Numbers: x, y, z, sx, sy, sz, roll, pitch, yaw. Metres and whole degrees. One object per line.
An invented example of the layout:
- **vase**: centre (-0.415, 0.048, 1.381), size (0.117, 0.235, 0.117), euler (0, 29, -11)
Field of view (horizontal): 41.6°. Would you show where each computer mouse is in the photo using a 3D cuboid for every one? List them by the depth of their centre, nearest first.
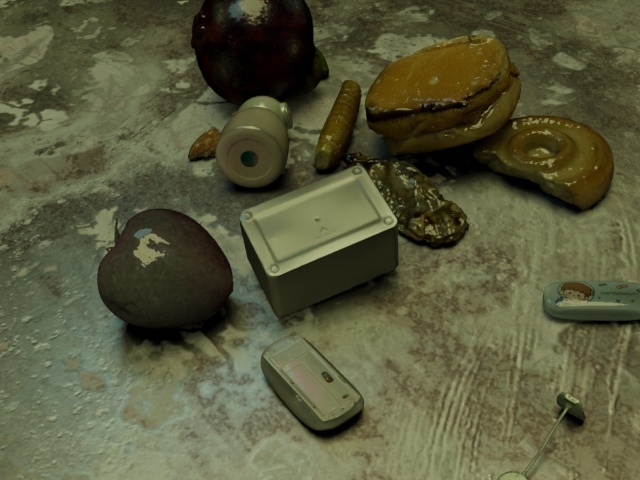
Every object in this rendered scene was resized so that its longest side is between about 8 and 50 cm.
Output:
- **computer mouse**: centre (-0.016, 0.226, 1.336), size (0.102, 0.044, 0.199), euler (-29, 45, -24)

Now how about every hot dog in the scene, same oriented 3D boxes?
- **hot dog**: centre (0.043, -0.256, 1.856), size (0.068, 0.083, 0.289), euler (21, 45, 2)

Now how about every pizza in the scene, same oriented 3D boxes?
- **pizza**: centre (-0.254, -0.205, 1.875), size (0.099, 0.029, 0.100), euler (-33, 44, -16)

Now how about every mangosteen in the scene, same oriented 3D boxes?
- **mangosteen**: centre (-0.119, -0.460, 1.952), size (0.360, 0.306, 0.306), euler (1, 37, -22)

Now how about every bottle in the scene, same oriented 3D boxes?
- **bottle**: centre (-0.132, -0.229, 1.802), size (0.148, 0.147, 0.236), euler (0, 34, 7)

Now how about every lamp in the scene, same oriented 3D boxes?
- **lamp**: centre (0.319, 0.307, 1.218), size (0.050, 0.056, 0.198), euler (28, 63, 32)

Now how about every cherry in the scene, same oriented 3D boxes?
- **cherry**: centre (-0.278, 0.052, 1.464), size (0.266, 0.183, 0.213), euler (19, 61, 9)

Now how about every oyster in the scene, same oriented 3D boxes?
- **oyster**: centre (0.153, -0.098, 1.668), size (0.129, 0.078, 0.345), euler (-34, 50, -16)

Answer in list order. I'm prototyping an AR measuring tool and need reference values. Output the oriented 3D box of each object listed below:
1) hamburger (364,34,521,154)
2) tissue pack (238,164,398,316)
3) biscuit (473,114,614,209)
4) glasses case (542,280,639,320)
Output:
- **hamburger**: centre (0.249, -0.294, 1.751), size (0.305, 0.174, 0.284), euler (-8, 32, 34)
- **tissue pack**: centre (-0.001, -0.001, 1.486), size (0.246, 0.136, 0.159), euler (-22, 58, -11)
- **biscuit**: centre (0.460, -0.177, 1.695), size (0.274, 0.091, 0.213), euler (22, 51, 32)
- **glasses case**: centre (0.465, 0.101, 1.412), size (0.179, 0.045, 0.067), euler (0, 41, 8)
